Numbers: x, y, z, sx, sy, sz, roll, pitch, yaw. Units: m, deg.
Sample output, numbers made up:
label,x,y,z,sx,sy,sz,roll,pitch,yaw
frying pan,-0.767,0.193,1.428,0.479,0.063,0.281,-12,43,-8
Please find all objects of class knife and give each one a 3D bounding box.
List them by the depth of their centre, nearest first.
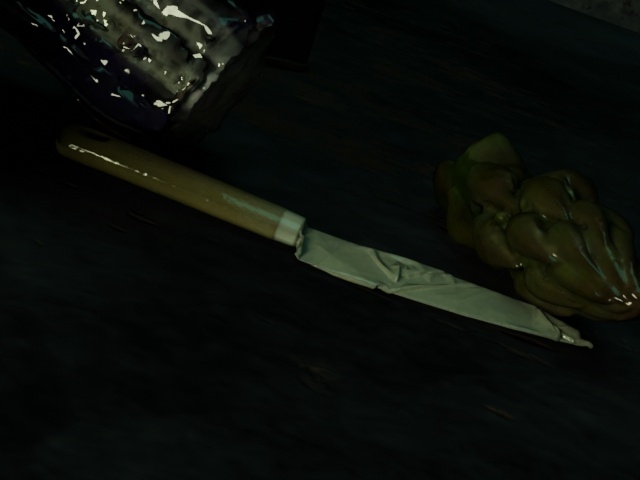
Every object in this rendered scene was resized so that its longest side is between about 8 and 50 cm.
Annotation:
label,x,y,z,sx,sy,sz,roll,pitch,yaw
knife,-0.001,0.002,0.891,0.297,0.017,0.047,22,19,2

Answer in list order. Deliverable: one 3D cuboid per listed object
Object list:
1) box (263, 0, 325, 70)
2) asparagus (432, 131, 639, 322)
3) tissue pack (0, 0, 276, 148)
label,x,y,z,sx,sy,sz,roll,pitch,yaw
box,-0.091,-0.219,1.429,0.144,0.090,0.201,10,17,-33
asparagus,0.115,-0.011,0.966,0.080,0.080,0.287,13,14,-20
tissue pack,-0.172,-0.180,0.925,0.332,0.123,0.245,42,1,-2
